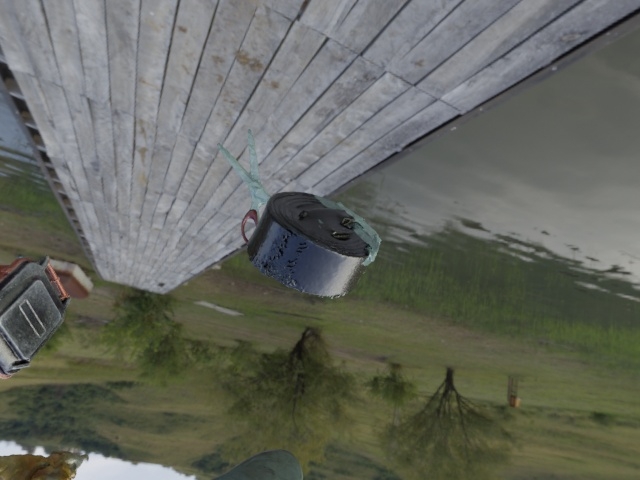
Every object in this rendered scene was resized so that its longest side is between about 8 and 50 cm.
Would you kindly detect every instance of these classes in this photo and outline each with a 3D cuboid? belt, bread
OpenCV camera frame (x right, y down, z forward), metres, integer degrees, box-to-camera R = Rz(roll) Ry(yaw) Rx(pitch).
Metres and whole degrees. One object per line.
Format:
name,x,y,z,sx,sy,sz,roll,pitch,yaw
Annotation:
belt,0.000,0.000,0.550,0.151,0.078,0.198,35,-158,18
bread,-0.386,0.356,0.524,0.147,0.152,0.127,-42,136,23

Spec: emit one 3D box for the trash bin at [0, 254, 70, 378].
trash bin,-0.599,0.117,0.740,0.238,0.184,0.161,4,128,8

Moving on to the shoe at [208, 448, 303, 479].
shoe,-0.146,0.443,0.705,0.251,0.100,0.103,-7,-148,-31

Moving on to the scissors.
scissors,-0.146,-0.122,0.951,0.144,0.248,0.017,-24,180,-1
